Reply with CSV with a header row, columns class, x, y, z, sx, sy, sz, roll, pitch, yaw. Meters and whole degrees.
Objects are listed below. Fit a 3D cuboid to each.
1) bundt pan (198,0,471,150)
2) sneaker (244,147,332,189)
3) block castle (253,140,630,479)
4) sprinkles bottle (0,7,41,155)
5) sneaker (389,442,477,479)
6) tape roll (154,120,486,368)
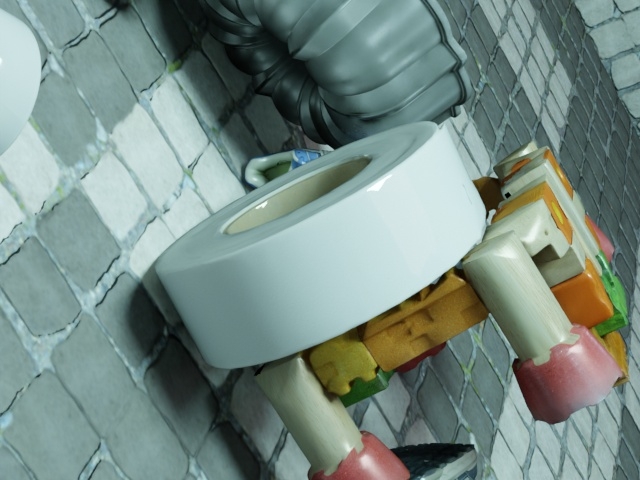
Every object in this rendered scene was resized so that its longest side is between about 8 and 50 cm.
class,x,y,z,sx,sy,sz,roll,pitch,yaw
bundt pan,-0.007,-0.212,1.385,0.331,0.124,0.331,43,-13,12
sneaker,0.010,-0.052,1.378,0.081,0.211,0.080,12,85,-47
block castle,0.145,0.089,1.333,0.213,0.303,0.453,58,18,-7
sprinkles bottle,-0.338,-0.151,0.825,0.355,0.121,0.121,26,49,-51
sneaker,0.085,0.296,1.373,0.283,0.110,0.122,-30,109,-57
tape roll,0.000,0.000,1.196,0.100,0.286,0.286,63,26,-11
